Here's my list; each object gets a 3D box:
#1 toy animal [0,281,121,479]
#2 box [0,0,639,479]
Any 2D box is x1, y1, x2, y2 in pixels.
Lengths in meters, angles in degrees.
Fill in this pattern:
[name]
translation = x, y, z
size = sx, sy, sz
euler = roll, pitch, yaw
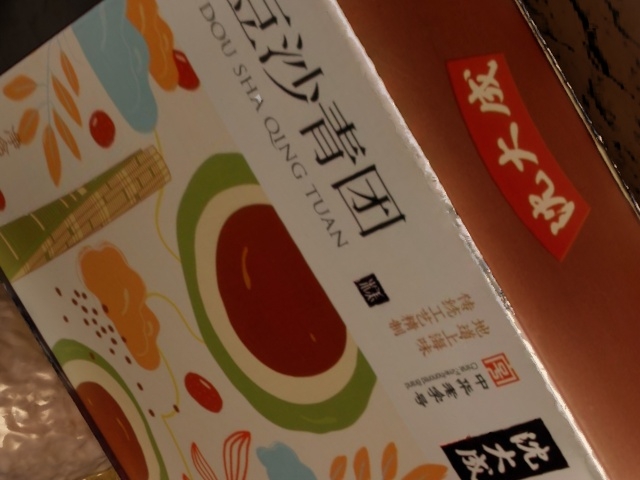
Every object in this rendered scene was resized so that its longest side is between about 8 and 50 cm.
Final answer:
[toy animal]
translation = -0.243, 0.088, 1.186
size = 0.226, 0.358, 0.188
euler = -130, 39, -68
[box]
translation = -0.019, 0.008, 0.970
size = 0.385, 0.122, 0.345
euler = -24, 99, 49
